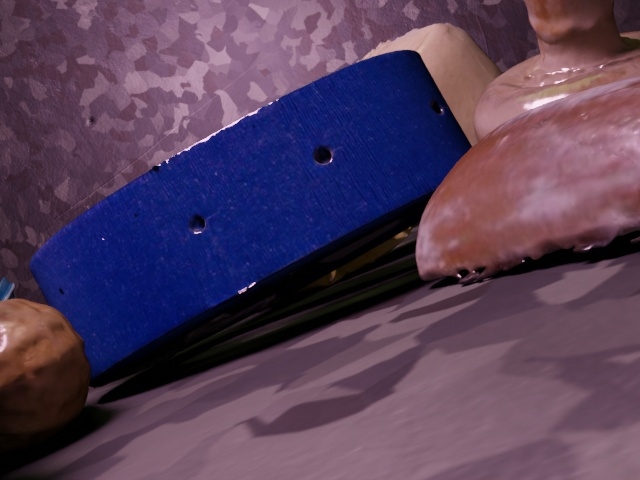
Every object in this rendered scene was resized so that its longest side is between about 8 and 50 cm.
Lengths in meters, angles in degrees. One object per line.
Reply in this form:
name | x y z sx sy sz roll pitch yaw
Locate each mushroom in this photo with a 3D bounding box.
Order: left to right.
mushroom | 0.224 -0.140 0.717 0.206 0.209 0.206 -44 3 3

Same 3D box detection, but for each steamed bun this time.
steamed bun | 0.139 -0.127 0.882 0.170 0.225 0.200 -49 14 6

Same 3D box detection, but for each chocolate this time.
chocolate | 0.162 -0.047 0.453 0.161 0.083 0.261 -21 0 -33

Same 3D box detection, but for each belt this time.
belt | -0.051 -0.013 0.627 0.347 0.117 0.212 -30 -6 8

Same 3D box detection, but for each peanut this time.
peanut | -0.219 0.093 0.544 0.108 0.095 0.226 -22 1 -25

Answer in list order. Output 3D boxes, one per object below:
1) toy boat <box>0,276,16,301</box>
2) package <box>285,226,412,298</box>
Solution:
toy boat | -0.593 0.162 1.335 0.237 0.098 0.109 -53 9 -22
package | 0.000 0.000 0.835 0.226 0.090 0.168 -24 5 -5
